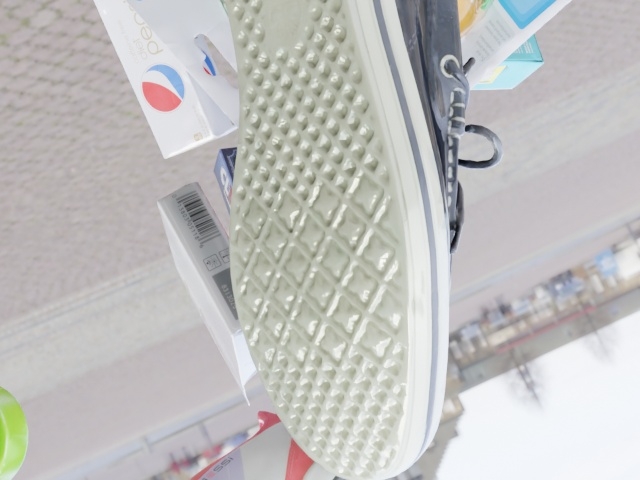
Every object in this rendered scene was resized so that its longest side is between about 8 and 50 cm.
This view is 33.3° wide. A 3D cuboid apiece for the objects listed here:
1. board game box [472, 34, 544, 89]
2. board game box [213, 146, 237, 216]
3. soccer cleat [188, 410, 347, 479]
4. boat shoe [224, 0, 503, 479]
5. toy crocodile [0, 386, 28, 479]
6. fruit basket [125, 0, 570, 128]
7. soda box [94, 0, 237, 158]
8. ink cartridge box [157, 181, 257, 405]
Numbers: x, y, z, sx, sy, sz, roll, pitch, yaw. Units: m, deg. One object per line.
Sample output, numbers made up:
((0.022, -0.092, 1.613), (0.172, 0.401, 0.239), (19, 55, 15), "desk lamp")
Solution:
((0.093, -0.316, 1.342), (0.336, 0.254, 0.079), (-5, 162, -28), "board game box")
((0.000, 0.000, 1.129), (0.165, 0.243, 0.042), (-9, 149, -23), "board game box")
((-0.087, 0.238, 0.757), (0.318, 0.116, 0.109), (-39, 138, -39), "soccer cleat")
((0.031, -0.085, 0.747), (0.186, 0.501, 0.156), (-6, 180, 44), "boat shoe")
((-0.219, 0.169, 0.553), (0.105, 0.341, 0.115), (-7, 178, 14), "toy crocodile")
((0.024, -0.254, 0.962), (0.353, 0.327, 0.165), (-41, 178, -15), "fruit basket")
((-0.169, -0.204, 1.158), (0.073, 0.216, 0.069), (-19, -170, 27), "soda box")
((-0.085, 0.053, 0.945), (0.045, 0.145, 0.179), (-27, 156, -10), "ink cartridge box")
